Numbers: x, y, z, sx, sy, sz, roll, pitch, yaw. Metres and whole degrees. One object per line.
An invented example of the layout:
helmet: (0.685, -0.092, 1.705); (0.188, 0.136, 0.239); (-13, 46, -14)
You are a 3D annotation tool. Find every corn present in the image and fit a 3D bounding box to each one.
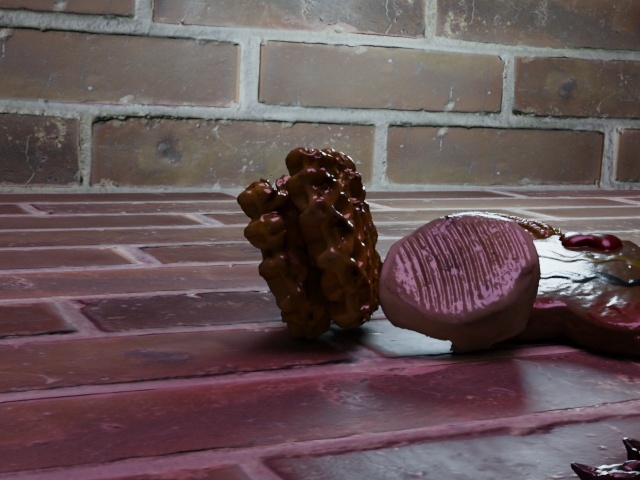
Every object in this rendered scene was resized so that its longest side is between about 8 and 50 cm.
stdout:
corn: (0.327, 0.013, 2.005); (0.131, 0.131, 0.344); (-3, 7, -31)

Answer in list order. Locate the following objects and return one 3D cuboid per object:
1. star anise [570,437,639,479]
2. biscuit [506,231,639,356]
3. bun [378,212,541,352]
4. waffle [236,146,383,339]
star anise: (0.332, 0.206, 0.840); (0.262, 0.081, 0.230); (-14, 14, -24)
biscuit: (0.391, 0.063, 1.639); (0.368, 0.076, 0.394); (6, 19, 25)
bun: (0.197, 0.066, 1.473); (0.237, 0.116, 0.210); (-23, 47, -8)
waffle: (0.000, 0.000, 1.508); (0.151, 0.261, 0.324); (-17, 1, 13)
